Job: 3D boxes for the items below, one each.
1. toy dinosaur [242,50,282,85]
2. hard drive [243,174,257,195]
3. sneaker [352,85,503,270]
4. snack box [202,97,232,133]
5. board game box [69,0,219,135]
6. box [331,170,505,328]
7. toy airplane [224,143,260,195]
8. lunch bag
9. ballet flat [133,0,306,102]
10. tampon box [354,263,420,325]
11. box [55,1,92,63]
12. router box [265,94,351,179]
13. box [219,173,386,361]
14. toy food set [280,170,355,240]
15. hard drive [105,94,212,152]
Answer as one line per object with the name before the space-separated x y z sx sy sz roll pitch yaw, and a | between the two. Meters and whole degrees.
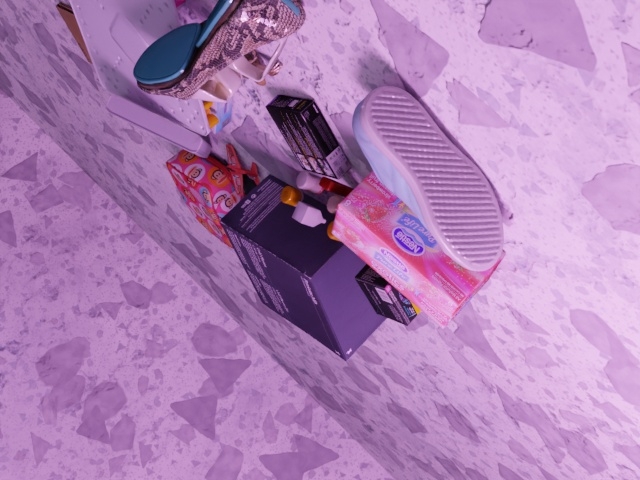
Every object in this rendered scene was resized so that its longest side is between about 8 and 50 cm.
toy dinosaur | -0.147 -0.354 1.817 0.092 0.053 0.183 52 160 -22
hard drive | -0.155 -0.118 2.348 0.135 0.022 0.094 34 158 29
sneaker | 0.185 -0.106 1.552 0.366 0.135 0.150 57 167 -7
snack box | -0.338 -0.410 2.075 0.322 0.060 0.187 42 158 9
board game box | -0.409 -0.456 1.979 0.390 0.050 0.390 27 145 33
box | 0.183 0.005 1.715 0.300 0.154 0.142 42 160 13
toy airplane | -0.203 -0.181 2.297 0.151 0.028 0.151 37 142 36
lunch bag | -0.318 -0.129 2.511 0.258 0.120 0.293 33 158 33
ballet flat | -0.189 -0.352 1.682 0.182 0.164 0.483 31 153 -26
tampon box | 0.176 0.073 1.849 0.101 0.161 0.120 19 149 51
box | -0.640 -0.555 2.460 0.164 0.021 0.201 30 155 37
router box | -0.026 -0.217 1.852 0.133 0.046 0.179 21 149 51
box | -0.028 0.066 2.097 0.312 0.179 0.343 32 157 36
toy food set | 0.022 -0.073 1.907 0.104 0.111 0.232 18 -171 -39
hard drive | -0.392 -0.277 2.207 0.233 0.047 0.353 26 -179 -4
